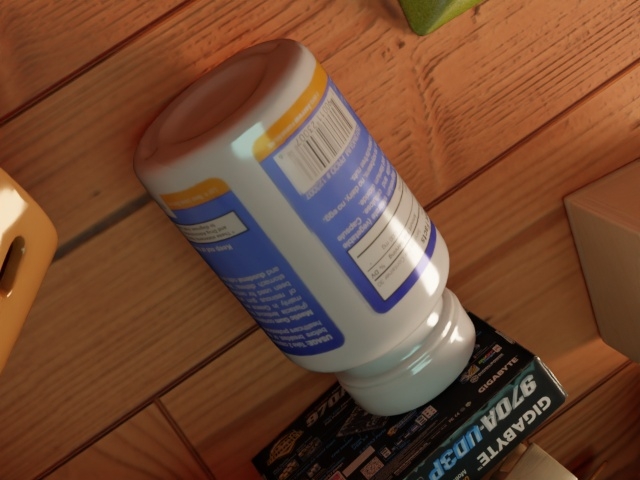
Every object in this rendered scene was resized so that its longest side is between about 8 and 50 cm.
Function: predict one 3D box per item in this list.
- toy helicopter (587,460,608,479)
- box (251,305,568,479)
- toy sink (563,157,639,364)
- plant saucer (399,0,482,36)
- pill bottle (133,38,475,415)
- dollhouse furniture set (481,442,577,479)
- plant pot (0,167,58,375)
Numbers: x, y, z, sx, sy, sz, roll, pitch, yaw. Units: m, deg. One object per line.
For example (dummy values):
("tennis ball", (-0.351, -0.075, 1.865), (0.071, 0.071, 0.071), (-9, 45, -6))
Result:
("toy helicopter", (0.217, 0.356, 1.071), (0.355, 0.140, 0.235), (-26, 70, -10))
("box", (0.062, 0.150, 0.944), (0.220, 0.175, 0.051), (-42, 113, -6))
("toy sink", (0.355, -0.004, 1.037), (0.234, 0.131, 0.153), (-25, 113, -13))
("plant saucer", (0.122, -0.278, 0.914), (0.188, 0.045, 0.188), (-32, 115, -10))
("pill bottle", (0.000, 0.000, 0.890), (0.152, 0.152, 0.272), (-40, 116, -6))
("dollhouse furniture set", (0.177, 0.292, 0.948), (0.242, 0.212, 0.161), (39, 79, 1))
("plant pot", (-0.298, 0.021, 0.728), (0.291, 0.291, 0.203), (44, 71, -26))
